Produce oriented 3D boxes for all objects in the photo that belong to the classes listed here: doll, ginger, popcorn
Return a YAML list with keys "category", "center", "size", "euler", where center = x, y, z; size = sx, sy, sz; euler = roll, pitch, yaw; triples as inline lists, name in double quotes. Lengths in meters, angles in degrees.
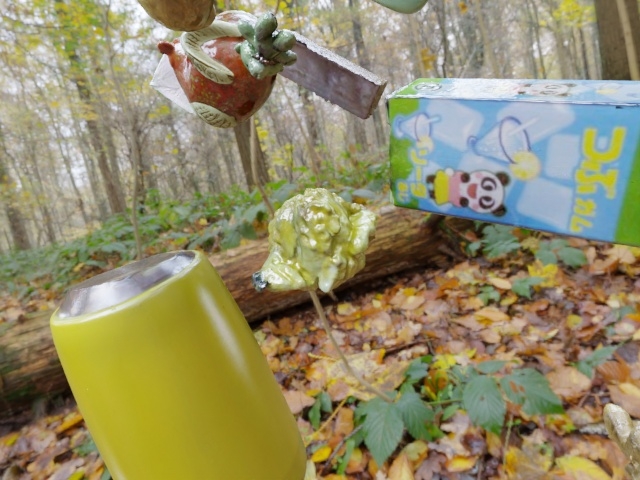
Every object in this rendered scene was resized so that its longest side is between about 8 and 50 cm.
- category: "doll"
  center: [-0.095, -0.324, 0.754]
  size: [0.115, 0.077, 0.150]
  euler: [25, -13, -17]
- category: "ginger"
  center: [0.671, 0.420, 0.942]
  size: [0.059, 0.132, 0.214]
  euler: [7, 30, 7]
- category: "popcorn"
  center: [0.007, 0.001, 1.100]
  size: [0.237, 0.292, 0.293]
  euler: [21, -18, -38]

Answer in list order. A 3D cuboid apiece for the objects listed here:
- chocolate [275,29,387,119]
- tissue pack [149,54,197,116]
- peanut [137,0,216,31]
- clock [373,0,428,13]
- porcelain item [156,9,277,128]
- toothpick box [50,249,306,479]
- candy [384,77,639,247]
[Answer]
- category: "chocolate"
  center: [0.015, -0.439, 1.152]
  size: [0.321, 0.111, 0.112]
  euler: [30, 37, 9]
- category: "tissue pack"
  center: [-0.342, -0.437, 1.222]
  size: [0.148, 0.156, 0.209]
  euler: [31, 10, -8]
- category: "peanut"
  center: [-0.157, -0.266, 0.366]
  size: [0.103, 0.098, 0.229]
  euler: [32, -2, 35]
- category: "clock"
  center: [0.096, -0.463, 0.689]
  size: [0.211, 0.065, 0.159]
  euler: [13, -46, -16]
- category: "porcelain item"
  center: [-0.222, -0.367, 0.932]
  size: [0.253, 0.252, 0.253]
  euler: [-13, 6, 1]
- category: "toothpick box"
  center: [-0.133, 0.145, 0.431]
  size: [0.175, 0.271, 0.175]
  euler: [-17, 16, 5]
- category: "candy"
  center: [0.148, -0.063, 0.327]
  size: [0.195, 0.097, 0.062]
  euler: [14, 37, 31]
